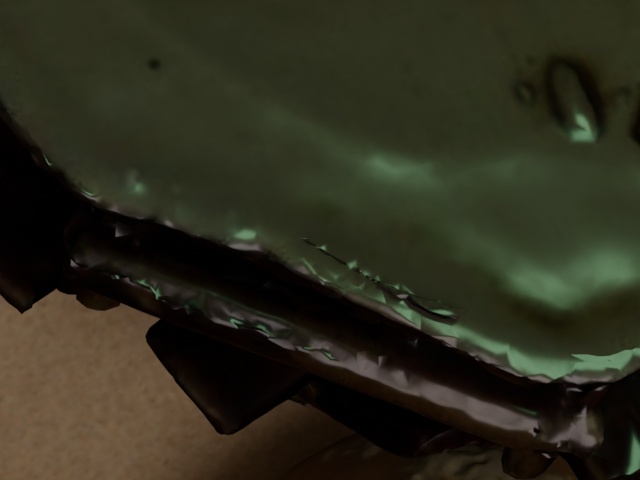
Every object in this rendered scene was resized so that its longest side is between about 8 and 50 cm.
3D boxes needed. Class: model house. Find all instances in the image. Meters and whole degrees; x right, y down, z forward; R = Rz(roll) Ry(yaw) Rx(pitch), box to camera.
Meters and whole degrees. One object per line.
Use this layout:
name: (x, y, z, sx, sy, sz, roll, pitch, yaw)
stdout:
model house: (0.000, 0.000, 0.763, 0.317, 0.297, 0.282, -18, 164, -20)

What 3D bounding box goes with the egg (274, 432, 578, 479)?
egg: (0.058, 0.176, 0.895, 0.245, 0.203, 0.203, -3, 115, -10)
